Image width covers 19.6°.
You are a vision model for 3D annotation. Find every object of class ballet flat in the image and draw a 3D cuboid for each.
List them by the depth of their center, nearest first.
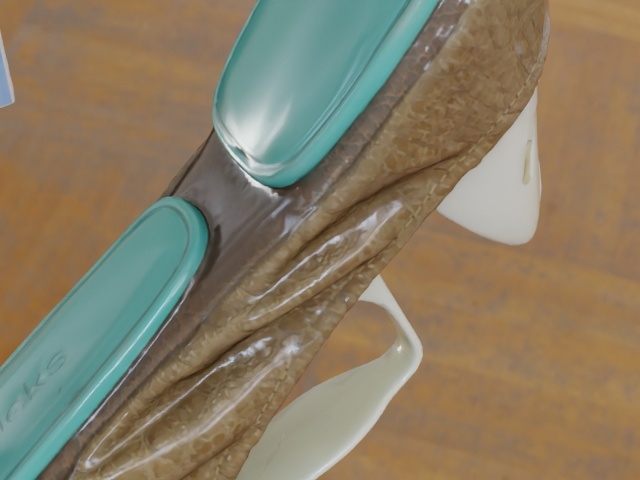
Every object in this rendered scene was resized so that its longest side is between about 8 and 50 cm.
[{"bbox_3d":[0.000,0.000,0.649,0.124,0.342,0.116,30,11,-31],"label":"ballet flat"}]

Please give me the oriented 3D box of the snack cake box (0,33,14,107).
[{"bbox_3d":[-0.281,-0.207,1.221,0.089,0.264,0.152,-21,61,-12],"label":"snack cake box"}]
